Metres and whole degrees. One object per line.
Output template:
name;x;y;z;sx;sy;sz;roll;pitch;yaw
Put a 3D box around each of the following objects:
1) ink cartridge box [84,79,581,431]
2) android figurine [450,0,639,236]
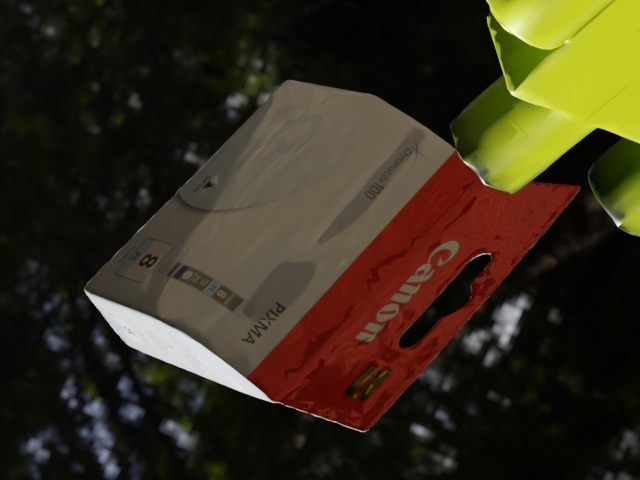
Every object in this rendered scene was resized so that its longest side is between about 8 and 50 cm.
ink cartridge box;0.000;0.000;1.664;0.385;0.308;0.091;14;144;52
android figurine;0.184;-0.095;0.707;0.248;0.273;0.056;17;-132;-38
